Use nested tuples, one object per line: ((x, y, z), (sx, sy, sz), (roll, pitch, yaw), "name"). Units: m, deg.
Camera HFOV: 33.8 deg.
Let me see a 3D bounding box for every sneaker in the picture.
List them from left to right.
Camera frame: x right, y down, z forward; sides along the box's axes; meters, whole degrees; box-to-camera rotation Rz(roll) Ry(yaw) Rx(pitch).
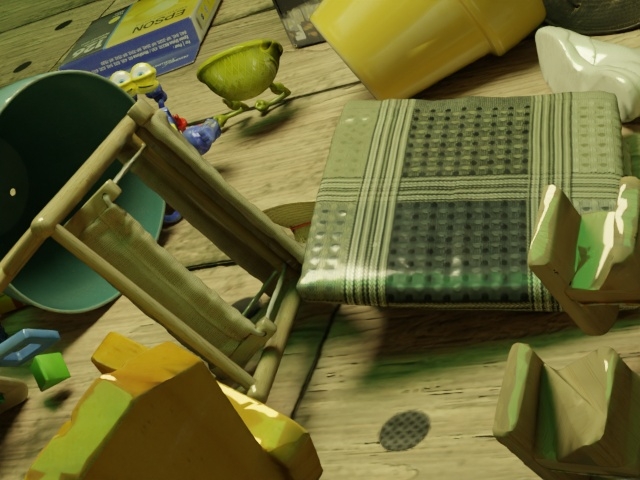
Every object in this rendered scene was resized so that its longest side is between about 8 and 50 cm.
((0.330, -0.198, 1.210), (0.094, 0.080, 0.212), (-22, 35, -13), "sneaker")

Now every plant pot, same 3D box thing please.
((-0.365, -0.063, 1.314), (0.195, 0.290, 0.290), (4, 43, 36), "plant pot")
((0.124, -0.310, 1.385), (0.239, 0.254, 0.254), (-40, 29, 8), "plant pot")

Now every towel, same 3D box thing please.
((0.152, -0.043, 1.051), (0.312, 0.056, 0.324), (0, 41, 13), "towel")

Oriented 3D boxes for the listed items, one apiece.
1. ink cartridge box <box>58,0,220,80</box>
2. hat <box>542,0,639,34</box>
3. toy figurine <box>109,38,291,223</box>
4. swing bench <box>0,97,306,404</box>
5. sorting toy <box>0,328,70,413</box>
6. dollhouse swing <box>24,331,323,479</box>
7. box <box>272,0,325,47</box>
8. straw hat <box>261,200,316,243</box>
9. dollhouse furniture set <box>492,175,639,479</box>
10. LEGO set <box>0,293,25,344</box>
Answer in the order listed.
((-0.357, -0.396, 2.063), (0.304, 0.072, 0.307), (-16, 30, 19), "ink cartridge box")
((0.404, -0.412, 1.407), (0.331, 0.134, 0.331), (-20, 30, 12), "hat")
((-0.195, -0.117, 1.484), (0.363, 0.191, 0.217), (-18, 61, 3), "toy figurine")
((-0.138, 0.017, 1.019), (0.165, 0.253, 0.254), (-37, 17, 45), "swing bench")
((-0.421, 0.201, 1.123), (0.348, 0.196, 0.047), (-28, 74, -1), "sorting toy")
((-0.208, 0.204, 0.692), (0.315, 0.305, 0.346), (19, 66, 38), "dollhouse swing")
((0.074, -0.490, 1.607), (0.395, 0.318, 0.097), (-7, 35, 30), "box")
((0.000, 0.000, 1.159), (0.145, 0.144, 0.061), (-7, 78, 32), "straw hat")
((0.371, 0.024, 0.749), (0.362, 0.256, 0.394), (-4, 59, 36), "dollhouse furniture set")
((-0.415, 0.070, 1.377), (0.093, 0.087, 0.227), (-20, 24, 7), "LEGO set")
